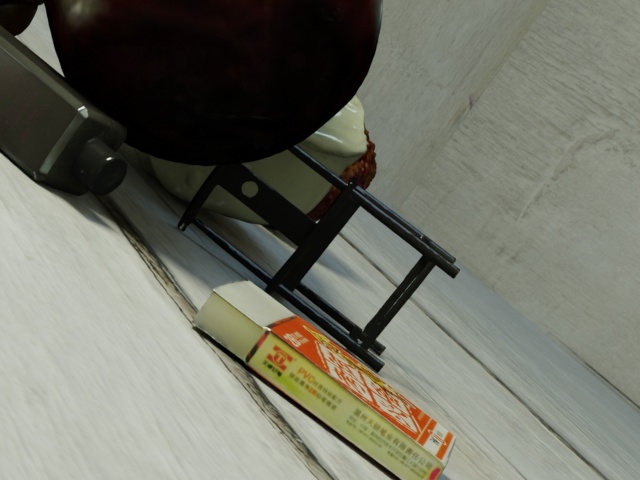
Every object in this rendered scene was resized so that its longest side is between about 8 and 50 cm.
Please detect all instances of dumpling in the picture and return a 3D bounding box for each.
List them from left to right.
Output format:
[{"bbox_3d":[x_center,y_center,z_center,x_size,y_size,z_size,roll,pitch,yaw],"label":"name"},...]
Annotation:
[{"bbox_3d":[-0.124,-0.152,1.882,0.315,0.233,0.395,29,-9,-23],"label":"dumpling"}]

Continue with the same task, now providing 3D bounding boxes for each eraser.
[{"bbox_3d":[0.008,0.116,1.335,0.230,0.038,0.157,36,6,6],"label":"eraser"}]

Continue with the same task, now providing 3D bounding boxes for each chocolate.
[{"bbox_3d":[-0.105,-0.237,1.561,0.384,0.384,0.331,28,51,-53],"label":"chocolate"}]

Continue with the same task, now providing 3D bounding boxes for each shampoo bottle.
[{"bbox_3d":[-0.265,-0.122,1.462,0.246,0.080,0.079,39,7,28],"label":"shampoo bottle"}]

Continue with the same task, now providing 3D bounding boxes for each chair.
[{"bbox_3d":[0.000,0.000,1.710,0.260,0.154,0.141,38,5,0],"label":"chair"}]

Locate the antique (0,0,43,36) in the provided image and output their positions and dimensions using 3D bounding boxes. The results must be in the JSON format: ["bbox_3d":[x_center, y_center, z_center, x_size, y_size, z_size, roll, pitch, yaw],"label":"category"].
[{"bbox_3d":[-0.408,-0.288,1.605,0.278,0.129,0.223,20,27,-45],"label":"antique"}]

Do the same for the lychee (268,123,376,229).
[{"bbox_3d":[-0.024,-0.114,2.166,0.188,0.188,0.188,35,6,-4],"label":"lychee"}]
